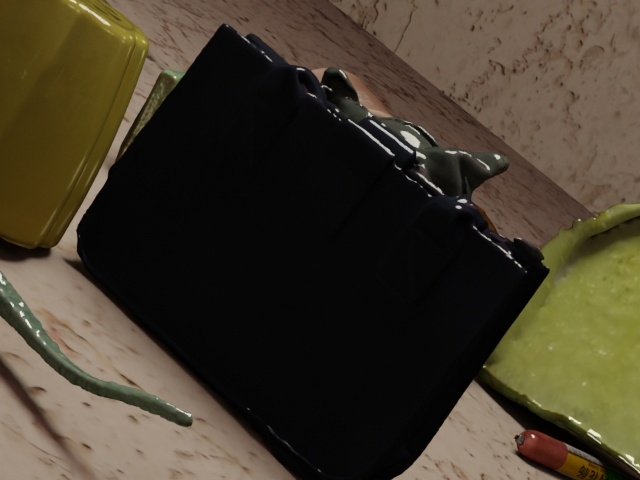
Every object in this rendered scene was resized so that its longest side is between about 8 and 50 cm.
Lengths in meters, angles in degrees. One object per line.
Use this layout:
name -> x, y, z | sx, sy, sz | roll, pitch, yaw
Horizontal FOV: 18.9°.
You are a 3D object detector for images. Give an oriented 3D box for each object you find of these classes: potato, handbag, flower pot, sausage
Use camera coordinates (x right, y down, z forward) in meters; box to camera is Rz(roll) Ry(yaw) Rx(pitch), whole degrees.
potato -> 0.373, 0.109, 1.945 | 0.330, 0.280, 0.213 | 30, 5, 34
handbag -> 0.000, 0.000, 1.463 | 0.326, 0.269, 0.118 | 41, 12, 20
flower pot -> -0.234, -0.118, 1.456 | 0.195, 0.179, 0.195 | 35, 6, -5
sausage -> 0.267, 0.227, 1.880 | 0.223, 0.029, 0.029 | 27, 16, -34

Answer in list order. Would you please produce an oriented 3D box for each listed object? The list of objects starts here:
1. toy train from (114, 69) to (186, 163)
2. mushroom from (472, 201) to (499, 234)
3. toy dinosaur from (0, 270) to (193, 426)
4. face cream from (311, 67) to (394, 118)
toy train -> -0.075, -0.080, 1.882 | 0.159, 0.129, 0.326 | 34, 12, 16
mushroom -> 0.100, 0.011, 1.971 | 0.194, 0.138, 0.231 | 30, 14, -25
toy dinosaur -> -0.240, 0.002, 1.237 | 0.383, 0.076, 0.129 | 43, -3, 34
face cream -> 0.014, -0.103, 2.128 | 0.149, 0.149, 0.104 | 26, 17, -36
